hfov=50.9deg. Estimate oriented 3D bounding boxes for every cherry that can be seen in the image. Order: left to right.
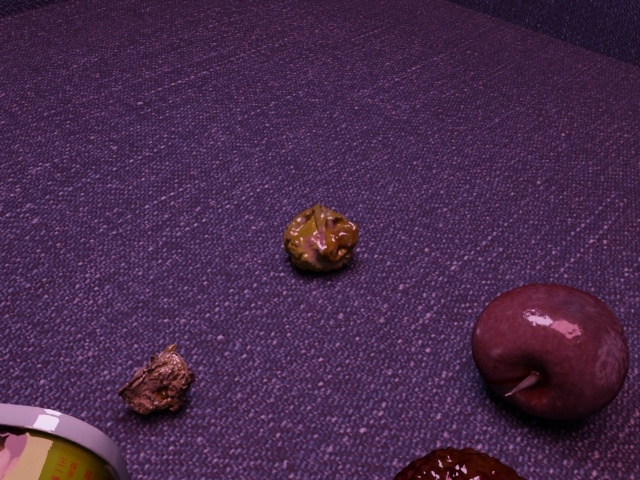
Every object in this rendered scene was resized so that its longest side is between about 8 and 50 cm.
[{"bbox_3d":[0.367,0.173,1.077,0.236,0.213,0.285,39,41,24],"label":"cherry"}]

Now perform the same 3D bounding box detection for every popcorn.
[{"bbox_3d":[0.000,0.000,1.333,0.145,0.126,0.126,14,64,-12],"label":"popcorn"}]

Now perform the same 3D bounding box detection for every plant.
[{"bbox_3d":[-0.259,0.209,1.068,0.116,0.105,0.122,-13,35,-3],"label":"plant"}]

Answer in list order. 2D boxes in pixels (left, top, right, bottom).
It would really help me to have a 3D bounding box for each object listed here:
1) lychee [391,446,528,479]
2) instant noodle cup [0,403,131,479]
[{"bbox_3d":[0.168,0.380,0.784,0.260,0.261,0.261,2,40,-2],"label":"lychee"},{"bbox_3d":[-0.384,0.379,0.746,0.293,0.294,0.308,6,47,2],"label":"instant noodle cup"}]
